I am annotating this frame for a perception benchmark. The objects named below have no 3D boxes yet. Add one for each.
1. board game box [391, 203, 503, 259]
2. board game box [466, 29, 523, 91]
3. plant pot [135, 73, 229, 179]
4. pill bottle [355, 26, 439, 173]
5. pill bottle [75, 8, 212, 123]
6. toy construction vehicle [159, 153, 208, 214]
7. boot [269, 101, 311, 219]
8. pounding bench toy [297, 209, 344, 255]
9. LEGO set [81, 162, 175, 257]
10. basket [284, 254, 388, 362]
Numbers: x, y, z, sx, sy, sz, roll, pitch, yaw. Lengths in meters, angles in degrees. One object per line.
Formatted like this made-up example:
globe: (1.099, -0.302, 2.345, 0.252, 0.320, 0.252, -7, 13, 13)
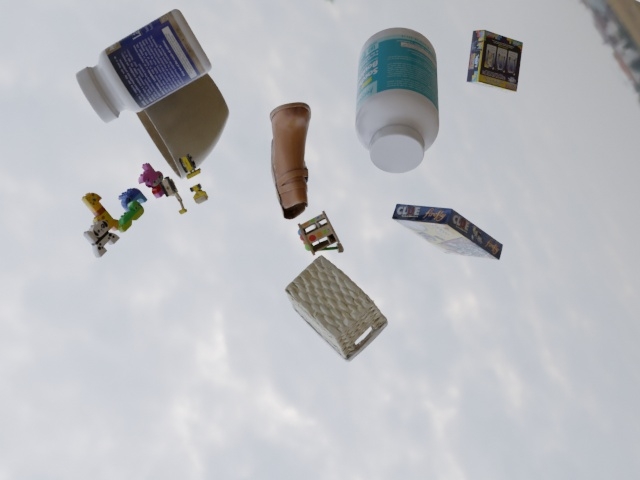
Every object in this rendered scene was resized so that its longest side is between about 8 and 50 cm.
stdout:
board game box: (0.308, -0.020, 2.006, 0.243, 0.165, 0.042, 29, -105, -44)
board game box: (0.479, -0.491, 2.291, 0.170, 0.048, 0.141, 5, -85, -40)
plant pot: (-0.339, -0.319, 2.067, 0.284, 0.190, 0.284, 54, 168, 17)
pill bottle: (0.135, -0.242, 1.465, 0.146, 0.146, 0.264, 40, -142, -34)
pill bottle: (-0.382, -0.371, 1.803, 0.153, 0.264, 0.153, 59, 179, 2)
toy construction vehicle: (-0.268, -0.111, 1.658, 0.098, 0.085, 0.035, 61, -168, -3)
boot: (-0.045, -0.135, 1.430, 0.197, 0.072, 0.153, 105, 158, -68)
pounding bench toy: (0.000, 0.000, 1.571, 0.083, 0.065, 0.052, 62, -178, -25)
LEGO set: (-0.405, -0.072, 1.638, 0.093, 0.087, 0.227, 54, -128, -22)
basket: (0.025, 0.122, 1.544, 0.167, 0.113, 0.103, 41, 170, 33)
